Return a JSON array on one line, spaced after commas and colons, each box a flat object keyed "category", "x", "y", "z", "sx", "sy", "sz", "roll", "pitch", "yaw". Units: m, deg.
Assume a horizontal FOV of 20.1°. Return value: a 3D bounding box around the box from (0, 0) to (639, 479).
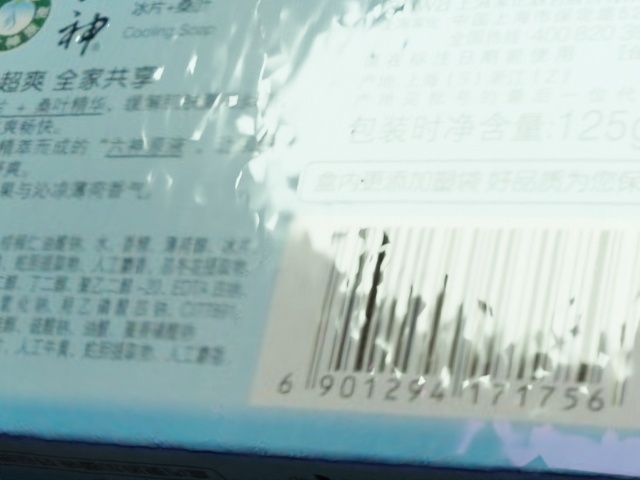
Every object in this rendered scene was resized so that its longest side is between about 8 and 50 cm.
[{"category": "box", "x": 0.000, "y": 0.000, "z": 0.451, "sx": 0.232, "sy": 0.083, "sz": 0.142, "roll": 0, "pitch": 63, "yaw": 27}]
